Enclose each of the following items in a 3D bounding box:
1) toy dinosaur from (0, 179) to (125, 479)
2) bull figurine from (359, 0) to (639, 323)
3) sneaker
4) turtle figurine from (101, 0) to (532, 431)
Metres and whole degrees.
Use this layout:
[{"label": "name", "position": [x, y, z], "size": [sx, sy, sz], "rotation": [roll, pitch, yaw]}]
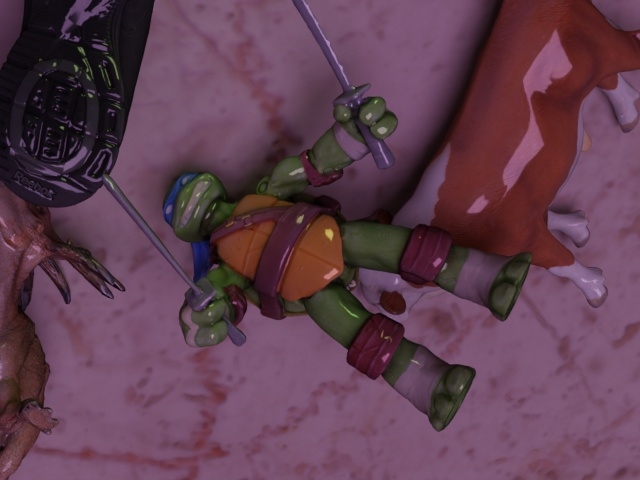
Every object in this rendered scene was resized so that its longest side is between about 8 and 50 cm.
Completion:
[{"label": "toy dinosaur", "position": [-0.237, 0.094, 1.087], "size": [0.127, 0.200, 0.296], "rotation": [23, 129, -3]}, {"label": "bull figurine", "position": [0.153, -0.050, 1.142], "size": [0.188, 0.101, 0.310], "rotation": [15, 110, -25]}, {"label": "sneaker", "position": [-0.159, -0.162, 1.008], "size": [0.109, 0.130, 0.286], "rotation": [17, 87, -4]}, {"label": "turtle figurine", "position": [0.000, 0.000, 1.009], "size": [0.266, 0.198, 0.275], "rotation": [27, 135, 11]}]
